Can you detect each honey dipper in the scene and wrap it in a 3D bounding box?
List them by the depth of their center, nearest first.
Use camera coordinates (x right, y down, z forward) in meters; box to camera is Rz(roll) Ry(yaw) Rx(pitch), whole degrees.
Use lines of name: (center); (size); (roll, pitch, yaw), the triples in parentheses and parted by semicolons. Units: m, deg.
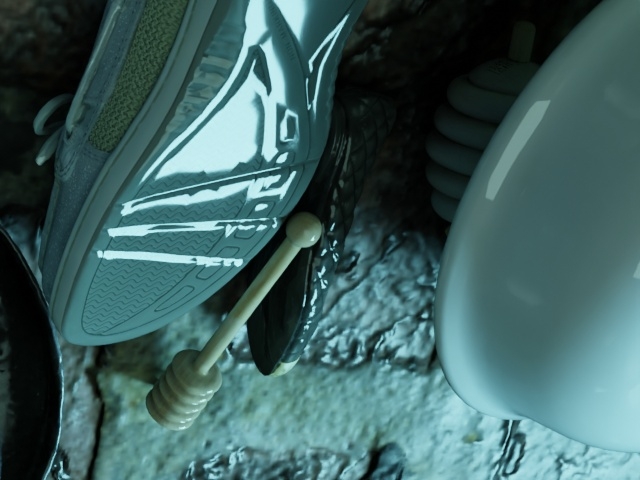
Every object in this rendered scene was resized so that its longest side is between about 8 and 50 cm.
honey dipper: (-0.043, 0.041, 0.909); (0.030, 0.030, 0.161); (16, 130, -29)

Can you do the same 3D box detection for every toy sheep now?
toy sheep: (0.097, -0.050, 0.906); (0.091, 0.091, 0.132); (-2, 106, -21)

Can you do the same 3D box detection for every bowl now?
bowl: (0.210, 0.003, 0.889); (0.298, 0.134, 0.298); (-30, 141, -28)

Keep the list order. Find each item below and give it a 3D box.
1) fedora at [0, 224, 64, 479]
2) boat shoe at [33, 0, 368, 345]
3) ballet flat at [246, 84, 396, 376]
fedora: (-0.266, 0.110, 0.785); (0.334, 0.152, 0.334); (-8, 110, -21)
boat shoe: (-0.058, -0.091, 0.819); (0.118, 0.103, 0.320); (-5, 129, -42)
ballet flat: (0.000, 0.000, 0.913); (0.049, 0.057, 0.173); (-2, 124, -36)
